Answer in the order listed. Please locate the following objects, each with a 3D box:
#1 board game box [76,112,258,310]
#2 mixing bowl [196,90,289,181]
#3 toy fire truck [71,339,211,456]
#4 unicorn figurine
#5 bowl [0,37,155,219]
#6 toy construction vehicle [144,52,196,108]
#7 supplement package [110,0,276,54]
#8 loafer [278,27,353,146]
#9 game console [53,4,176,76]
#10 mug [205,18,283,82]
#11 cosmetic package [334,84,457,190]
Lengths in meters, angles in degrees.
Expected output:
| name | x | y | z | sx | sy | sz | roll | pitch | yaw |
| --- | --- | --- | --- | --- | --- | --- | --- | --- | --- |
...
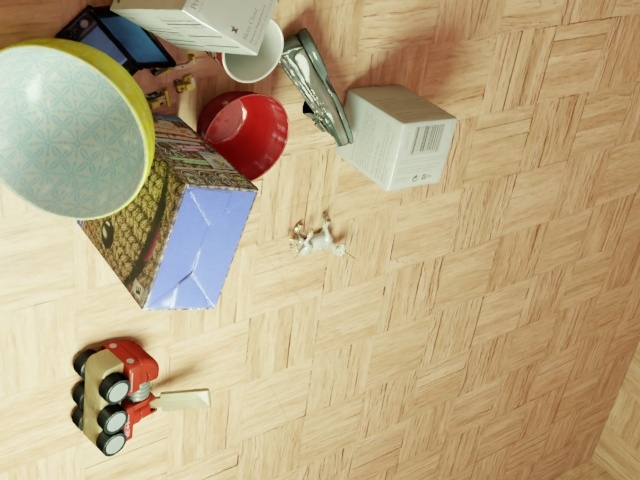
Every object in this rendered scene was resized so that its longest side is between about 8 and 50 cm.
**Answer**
| name | x | y | z | sx | sy | sz | roll | pitch | yaw |
| --- | --- | --- | --- | --- | --- | --- | --- | --- | --- |
| board game box | -0.267 | -0.056 | 1.453 | 0.141 | 0.291 | 0.232 | 3 | 118 | -41 |
| mixing bowl | -0.158 | -0.204 | 1.581 | 0.181 | 0.098 | 0.181 | -23 | 134 | -26 |
| toy fire truck | -0.362 | 0.308 | 1.777 | 0.246 | 0.158 | 0.217 | -22 | 133 | -43 |
| unicorn figurine | 0.000 | 0.000 | 1.915 | 0.162 | 0.060 | 0.111 | -11 | 129 | -15 |
| bowl | -0.373 | -0.191 | 1.334 | 0.156 | 0.289 | 0.289 | -65 | 165 | -55 |
| toy construction vehicle | -0.257 | -0.273 | 1.490 | 0.098 | 0.035 | 0.086 | -24 | 134 | -25 |
| supplement package | -0.158 | -0.424 | 1.259 | 0.145 | 0.204 | 0.262 | 21 | 87 | -44 |
| loafer | -0.014 | -0.284 | 1.668 | 0.084 | 0.096 | 0.267 | -24 | 130 | 3 |
| game console | -0.326 | -0.298 | 1.373 | 0.124 | 0.085 | 0.144 | -45 | 139 | -5 |
| mug | -0.141 | -0.357 | 1.424 | 0.150 | 0.169 | 0.113 | -47 | 139 | -3 |
| cosmetic package | 0.152 | -0.215 | 1.775 | 0.151 | 0.183 | 0.151 | -11 | 126 | -35 |
